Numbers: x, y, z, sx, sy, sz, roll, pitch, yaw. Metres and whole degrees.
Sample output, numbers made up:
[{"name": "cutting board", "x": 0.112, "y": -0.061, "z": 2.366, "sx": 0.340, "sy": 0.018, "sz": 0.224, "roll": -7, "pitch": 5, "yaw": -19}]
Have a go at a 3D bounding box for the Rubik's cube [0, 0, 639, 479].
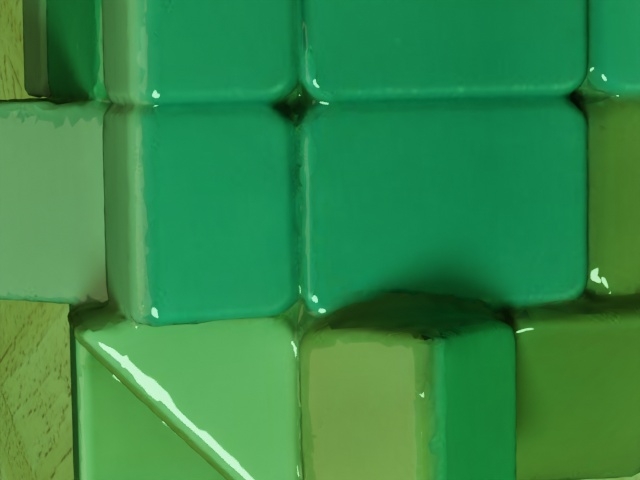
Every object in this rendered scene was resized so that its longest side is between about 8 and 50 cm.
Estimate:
[{"name": "Rubik's cube", "x": 0.000, "y": 0.000, "z": 0.611, "sx": 0.224, "sy": 0.265, "sz": 0.213, "roll": -161, "pitch": 70, "yaw": -72}]
